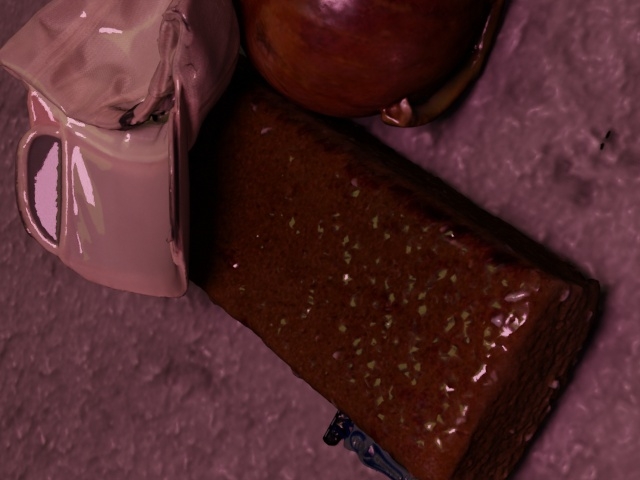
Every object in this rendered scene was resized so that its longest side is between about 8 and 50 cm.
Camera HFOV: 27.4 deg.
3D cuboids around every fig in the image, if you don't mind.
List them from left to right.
[{"bbox_3d":[0.035,-0.173,0.917,0.205,0.205,0.205,-9,74,35],"label":"fig"}]

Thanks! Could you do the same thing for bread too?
[{"bbox_3d":[0.000,0.000,0.939,0.416,0.113,0.165,37,101,37],"label":"bread"}]

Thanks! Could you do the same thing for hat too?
[{"bbox_3d":[-0.114,-0.082,0.931,0.219,0.164,0.226,3,120,46],"label":"hat"}]

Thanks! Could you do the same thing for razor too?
[{"bbox_3d":[0.057,0.162,0.911,0.154,0.028,0.044,36,101,37],"label":"razor"}]
